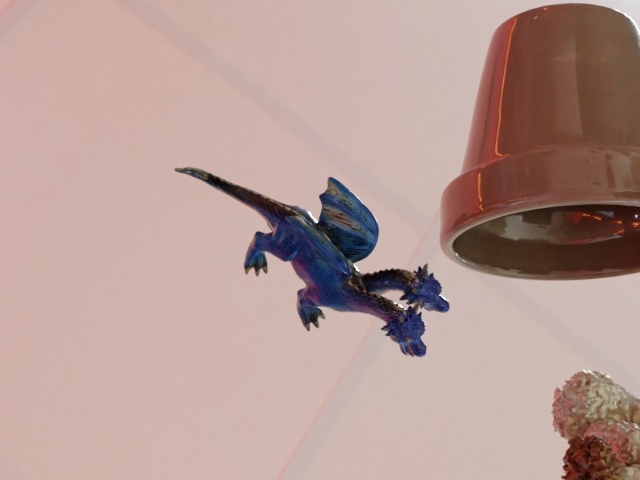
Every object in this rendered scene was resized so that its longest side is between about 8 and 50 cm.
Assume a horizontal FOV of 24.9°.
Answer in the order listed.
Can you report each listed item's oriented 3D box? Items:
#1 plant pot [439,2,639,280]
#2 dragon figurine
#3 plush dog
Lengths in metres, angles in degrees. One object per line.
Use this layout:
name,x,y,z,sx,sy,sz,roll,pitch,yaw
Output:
plant pot,0.247,-0.101,1.438,0.263,0.263,0.229,8,-110,-21
dragon figurine,0.000,0.000,1.406,0.289,0.144,0.085,49,-129,-5
plush dog,0.344,0.285,1.546,0.225,0.211,0.262,-38,-67,-48
